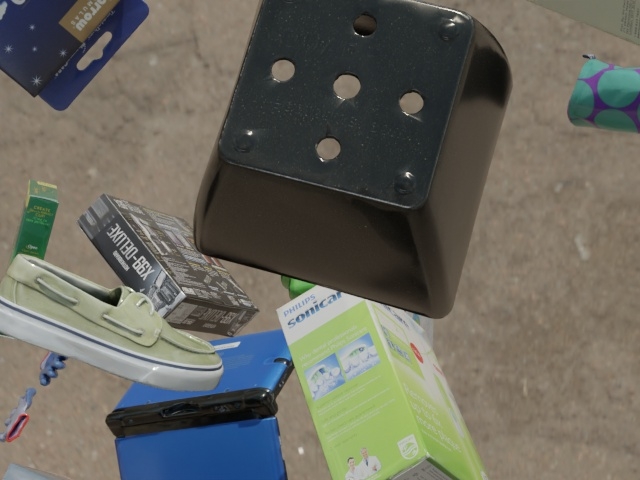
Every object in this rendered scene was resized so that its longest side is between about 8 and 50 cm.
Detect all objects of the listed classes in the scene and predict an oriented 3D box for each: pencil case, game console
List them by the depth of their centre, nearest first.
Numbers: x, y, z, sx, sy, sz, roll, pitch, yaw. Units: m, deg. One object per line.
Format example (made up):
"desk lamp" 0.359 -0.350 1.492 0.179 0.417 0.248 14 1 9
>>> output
"pencil case" 0.293 -0.119 1.114 0.152 0.064 0.070 13 18 31
"game console" -0.146 0.277 1.867 0.293 0.173 0.250 -12 27 31

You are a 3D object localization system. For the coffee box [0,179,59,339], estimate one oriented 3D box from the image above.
"coffee box" -0.372 0.021 1.634 0.040 0.184 0.113 14 11 -14

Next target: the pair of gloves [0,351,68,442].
"pair of gloves" -0.429 0.226 1.964 0.023 0.159 0.198 35 82 -14

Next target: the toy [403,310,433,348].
"toy" 0.134 0.106 2.003 0.056 0.237 0.137 12 33 19

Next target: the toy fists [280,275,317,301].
"toy fists" 0.000 0.000 2.056 0.142 0.096 0.279 2 62 -13

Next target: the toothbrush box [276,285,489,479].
"toothbrush box" 0.079 0.201 1.536 0.122 0.206 0.283 -33 48 13

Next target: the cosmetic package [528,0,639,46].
"cosmetic package" 0.421 -0.364 1.777 0.153 0.129 0.296 -11 27 -26

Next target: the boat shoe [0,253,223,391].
"boat shoe" -0.246 0.103 1.561 0.302 0.094 0.109 20 10 -25

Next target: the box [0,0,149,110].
"box" -0.268 -0.226 1.146 0.136 0.225 0.036 -49 31 2

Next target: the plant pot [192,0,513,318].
"plant pot" 0.019 -0.074 0.835 0.188 0.167 0.187 15 79 7

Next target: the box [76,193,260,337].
"box" -0.260 0.048 2.261 0.076 0.307 0.242 -45 71 10

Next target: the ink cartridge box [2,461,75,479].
"ink cartridge box" -0.298 0.373 1.675 0.219 0.160 0.092 17 79 23
